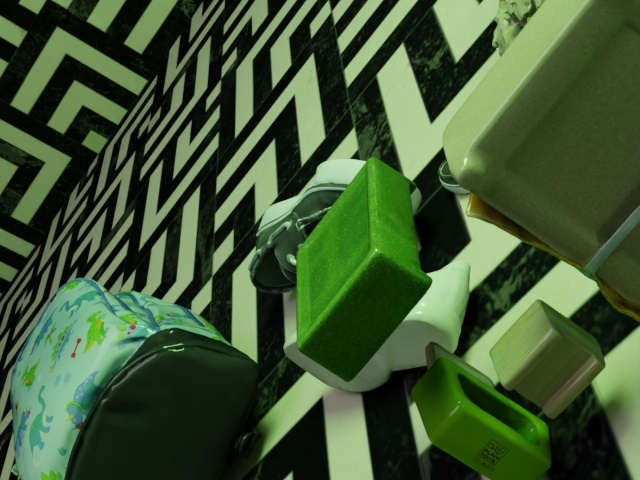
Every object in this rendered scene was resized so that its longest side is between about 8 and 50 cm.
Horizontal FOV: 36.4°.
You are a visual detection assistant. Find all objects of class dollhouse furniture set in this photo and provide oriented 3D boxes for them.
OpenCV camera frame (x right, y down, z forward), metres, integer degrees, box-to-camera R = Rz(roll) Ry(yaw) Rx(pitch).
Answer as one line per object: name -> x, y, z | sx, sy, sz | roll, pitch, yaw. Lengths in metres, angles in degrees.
dollhouse furniture set -> 0.146, -0.019, 0.626 | 0.301, 0.197, 0.151 | -52, 13, 20

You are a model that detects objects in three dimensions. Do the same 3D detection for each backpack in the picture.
backpack -> -0.228, 0.184, 1.133 | 0.355, 0.273, 0.290 | -120, 55, -78

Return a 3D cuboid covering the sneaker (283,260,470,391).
sneaker -> 0.055, 0.072, 0.868 | 0.212, 0.080, 0.094 | -21, 32, 47

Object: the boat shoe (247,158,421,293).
boat shoe -> 0.000, 0.000, 1.011 | 0.301, 0.108, 0.102 | -20, 45, 61

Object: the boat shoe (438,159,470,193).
boat shoe -> 0.148, -0.079, 0.876 | 0.142, 0.040, 0.049 | -18, 47, 59

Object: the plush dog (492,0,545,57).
plush dog -> 0.210, -0.198, 0.697 | 0.225, 0.211, 0.262 | -42, 42, 53
